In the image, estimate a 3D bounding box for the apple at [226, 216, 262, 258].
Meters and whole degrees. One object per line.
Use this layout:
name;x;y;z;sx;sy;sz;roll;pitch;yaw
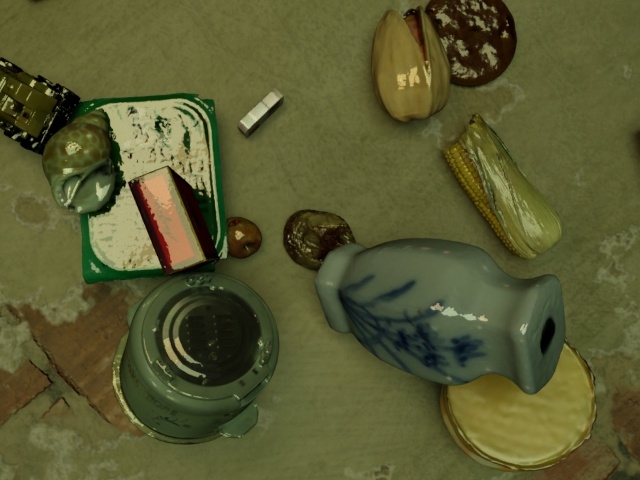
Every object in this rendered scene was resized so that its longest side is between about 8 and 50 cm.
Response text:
apple;-0.156;-0.007;1.206;0.084;0.084;0.071;-31;54;-6

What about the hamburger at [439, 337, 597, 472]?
hamburger;0.368;0.283;1.191;0.261;0.186;0.302;21;75;12

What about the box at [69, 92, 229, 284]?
box;-0.314;-0.096;1.181;0.264;0.106;0.336;-5;88;-6

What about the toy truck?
toy truck;-0.559;-0.257;1.114;0.257;0.127;0.127;28;90;33

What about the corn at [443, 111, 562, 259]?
corn;0.360;-0.104;1.240;0.123;0.122;0.305;-36;90;-7

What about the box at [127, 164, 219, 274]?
box;-0.228;-0.026;1.014;0.074;0.240;0.153;-18;90;-4

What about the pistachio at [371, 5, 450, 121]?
pistachio;0.174;-0.341;1.216;0.157;0.157;0.229;-8;84;-6

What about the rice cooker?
rice cooker;-0.216;0.208;1.093;0.316;0.317;0.264;49;55;-2

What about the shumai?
shumai;-0.008;-0.003;1.221;0.139;0.105;0.123;25;89;21

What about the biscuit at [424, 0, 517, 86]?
biscuit;0.304;-0.421;1.289;0.212;0.036;0.212;0;89;-5

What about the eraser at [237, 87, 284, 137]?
eraser;-0.117;-0.249;1.226;0.026;0.065;0.105;45;85;-4

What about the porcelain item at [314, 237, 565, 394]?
porcelain item;0.191;0.118;1.076;0.178;0.405;0.242;-47;131;-36

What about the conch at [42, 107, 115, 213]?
conch;-0.413;-0.134;1.072;0.116;0.106;0.172;-9;105;-18
